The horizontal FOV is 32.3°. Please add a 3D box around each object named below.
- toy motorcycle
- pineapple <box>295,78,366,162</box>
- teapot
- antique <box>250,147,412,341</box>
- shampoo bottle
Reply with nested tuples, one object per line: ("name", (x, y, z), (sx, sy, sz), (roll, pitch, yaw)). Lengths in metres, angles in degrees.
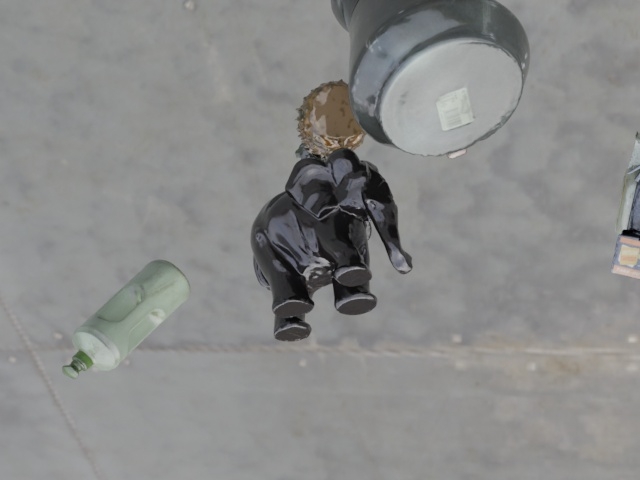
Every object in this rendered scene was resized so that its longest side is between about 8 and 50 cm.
("toy motorcycle", (0.485, -0.089, 1.599), (0.091, 0.157, 0.263), (13, 110, 16))
("pineapple", (0.007, -0.210, 2.161), (0.141, 0.170, 0.310), (34, 170, -3))
("teapot", (0.178, -0.324, 1.891), (0.305, 0.362, 0.376), (-20, 138, 3))
("antique", (0.000, 0.000, 1.904), (0.322, 0.255, 0.185), (-26, 145, 33))
("shampoo bottle", (-0.318, 0.135, 1.758), (0.087, 0.234, 0.118), (52, 147, -12))
